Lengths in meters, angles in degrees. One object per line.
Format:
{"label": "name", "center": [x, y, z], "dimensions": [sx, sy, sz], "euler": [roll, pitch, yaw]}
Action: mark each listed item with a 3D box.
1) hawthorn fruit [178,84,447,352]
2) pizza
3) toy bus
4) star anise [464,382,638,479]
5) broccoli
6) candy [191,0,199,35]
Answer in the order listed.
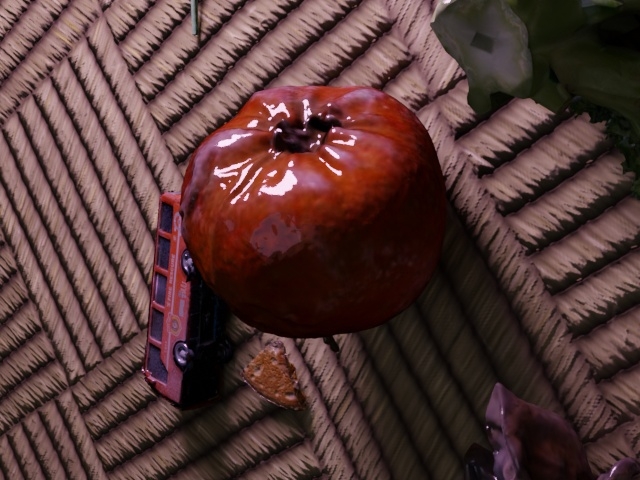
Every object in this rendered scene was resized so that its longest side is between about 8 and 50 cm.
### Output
{"label": "hawthorn fruit", "center": [0.000, 0.000, 0.994], "dimensions": [0.242, 0.242, 0.272], "euler": [28, 146, 32]}
{"label": "pizza", "center": [-0.041, 0.137, 1.162], "dimensions": [0.083, 0.025, 0.078], "euler": [30, 119, 24]}
{"label": "toy bus", "center": [-0.143, 0.064, 1.209], "dimensions": [0.096, 0.073, 0.235], "euler": [23, 111, 44]}
{"label": "star anise", "center": [0.194, 0.247, 0.919], "dimensions": [0.198, 0.110, 0.258], "euler": [36, 144, 19]}
{"label": "broccoli", "center": [0.212, -0.168, 0.765], "dimensions": [0.308, 0.275, 0.308], "euler": [35, 144, 31]}
{"label": "candy", "center": [-0.137, -0.317, 1.159], "dimensions": [0.061, 0.061, 0.203], "euler": [15, 114, 36]}
